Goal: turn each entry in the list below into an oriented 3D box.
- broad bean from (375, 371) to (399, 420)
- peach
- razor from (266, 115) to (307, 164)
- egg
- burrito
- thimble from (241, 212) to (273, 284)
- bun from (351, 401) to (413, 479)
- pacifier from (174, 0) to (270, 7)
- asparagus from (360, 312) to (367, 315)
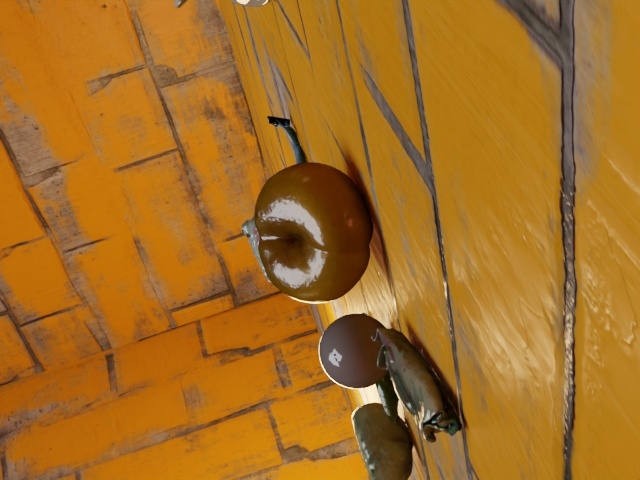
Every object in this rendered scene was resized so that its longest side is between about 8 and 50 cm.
[{"bbox_3d":[0.133,0.283,2.000,0.061,0.046,0.195,59,-169,-50],"label":"broad bean"},{"bbox_3d":[-0.012,-0.011,1.630,0.251,0.153,0.251,27,123,53],"label":"peach"},{"bbox_3d":[-0.057,-0.204,2.345,0.082,0.042,0.253,3,-121,-49],"label":"razor"},{"bbox_3d":[0.070,0.215,1.849,0.198,0.147,0.146,53,-162,-88],"label":"egg"},{"bbox_3d":[0.148,0.222,1.476,0.309,0.066,0.096,-127,22,-67],"label":"burrito"},{"bbox_3d":[-0.037,-0.011,1.841,0.185,0.211,0.149,-17,-94,-82],"label":"thimble"},{"bbox_3d":[0.145,0.454,2.100,0.195,0.118,0.195,-15,-90,-90],"label":"bun"},{"bbox_3d":[-0.178,-0.547,1.884,0.207,0.227,0.279,40,157,-7],"label":"pacifier"},{"bbox_3d":[0.104,0.224,2.229,0.236,0.027,0.034,80,-179,-58],"label":"asparagus"}]
